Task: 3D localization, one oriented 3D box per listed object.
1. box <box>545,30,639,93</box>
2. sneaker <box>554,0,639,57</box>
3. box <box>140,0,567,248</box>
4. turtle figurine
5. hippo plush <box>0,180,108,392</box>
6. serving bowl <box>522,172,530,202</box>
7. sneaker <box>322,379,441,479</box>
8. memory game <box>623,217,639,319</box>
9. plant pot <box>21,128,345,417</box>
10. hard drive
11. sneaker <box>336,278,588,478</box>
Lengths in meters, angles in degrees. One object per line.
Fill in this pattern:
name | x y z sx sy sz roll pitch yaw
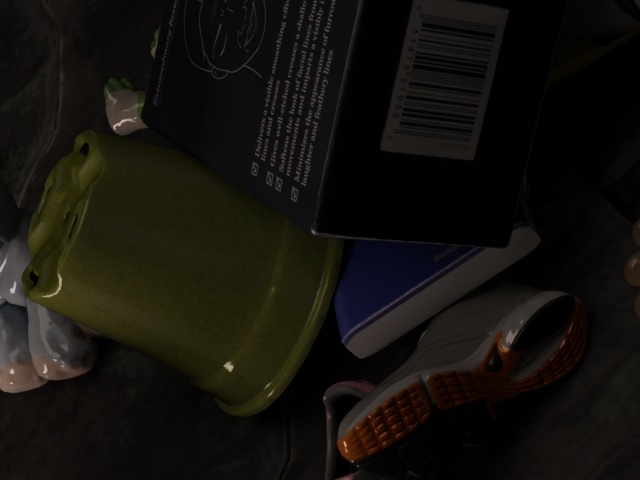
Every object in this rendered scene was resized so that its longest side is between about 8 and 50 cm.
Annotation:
box | 0.258 -0.225 1.602 0.232 0.058 0.087 -34 50 22
sneaker | 0.223 -0.349 1.492 0.210 0.137 0.365 -20 83 43
box | 0.021 -0.192 1.491 0.395 0.212 0.293 34 116 56
turtle figurine | -0.115 -0.214 1.817 0.266 0.274 0.198 -12 26 40
hippo plush | -0.356 0.019 1.857 0.234 0.236 0.294 29 88 45
serving bowl | 0.175 -0.043 1.593 0.083 0.027 0.083 -19 56 31
sneaker | 0.048 0.276 1.454 0.112 0.131 0.319 -25 53 27
memory game | 0.354 0.011 1.425 0.186 0.012 0.186 -19 56 31
plant pot | -0.153 0.012 1.618 0.276 0.254 0.276 -47 31 42
hard drive | 0.090 -0.050 1.602 0.210 0.040 0.318 -34 35 17
sneaker | 0.116 0.123 1.470 0.262 0.099 0.121 -29 27 -20
